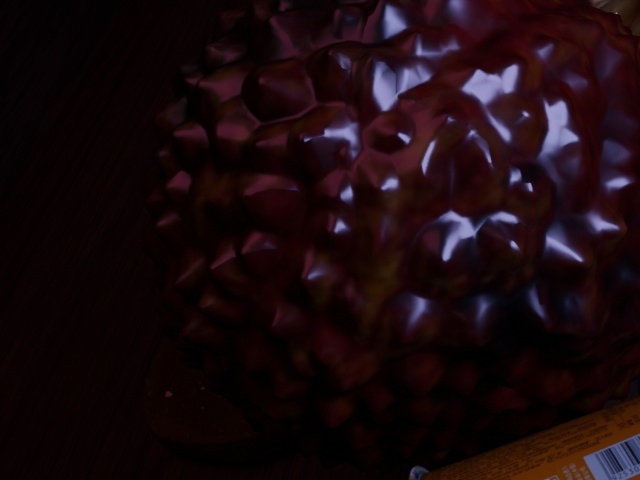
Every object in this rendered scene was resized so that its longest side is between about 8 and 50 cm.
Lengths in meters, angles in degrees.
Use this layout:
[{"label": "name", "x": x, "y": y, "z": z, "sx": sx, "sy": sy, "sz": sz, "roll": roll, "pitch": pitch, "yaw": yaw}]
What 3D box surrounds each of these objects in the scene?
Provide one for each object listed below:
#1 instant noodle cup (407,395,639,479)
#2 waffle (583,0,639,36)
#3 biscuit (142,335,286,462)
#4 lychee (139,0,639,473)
[{"label": "instant noodle cup", "x": 0.188, "y": 0.208, "z": 0.621, "sx": 0.182, "sy": 0.230, "sz": 0.230, "roll": -31, "pitch": 30, "yaw": 8}, {"label": "waffle", "x": 0.278, "y": -0.153, "z": 1.007, "sx": 0.304, "sy": 0.078, "sz": 0.348, "roll": -40, "pitch": 29, "yaw": 47}, {"label": "biscuit", "x": -0.078, "y": 0.127, "z": 1.221, "sx": 0.367, "sy": 0.063, "sz": 0.314, "roll": -10, "pitch": 48, "yaw": 48}, {"label": "lychee", "x": 0.078, "y": -0.022, "z": 0.775, "sx": 0.425, "sy": 0.424, "sz": 0.500, "roll": -40, "pitch": -11, "yaw": 11}]
